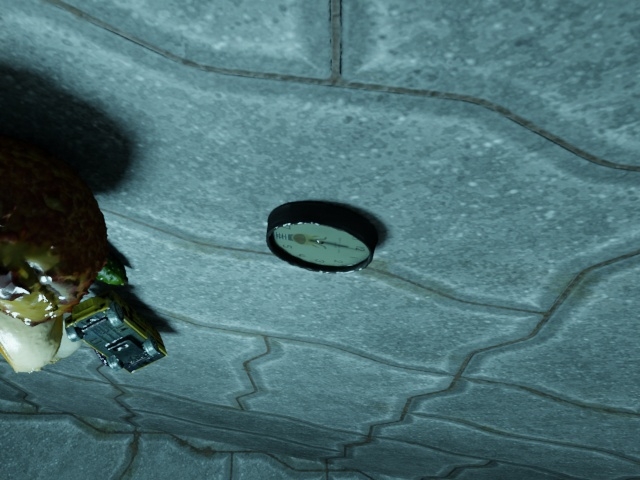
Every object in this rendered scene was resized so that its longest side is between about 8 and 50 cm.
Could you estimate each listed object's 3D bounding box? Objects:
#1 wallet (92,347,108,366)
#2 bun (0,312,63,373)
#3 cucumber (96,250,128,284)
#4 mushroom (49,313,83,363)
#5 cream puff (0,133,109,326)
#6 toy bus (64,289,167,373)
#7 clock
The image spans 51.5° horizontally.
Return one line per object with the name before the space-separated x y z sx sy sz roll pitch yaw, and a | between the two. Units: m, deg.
wallet | -0.574 0.255 1.693 0.166 0.030 0.111 9 128 64
bun | -0.628 0.125 1.377 0.299 0.164 0.299 39 149 29
cucumber | -0.437 0.035 1.281 0.069 0.069 0.227 1 154 19
mushroom | -0.705 0.258 1.787 0.123 0.095 0.351 57 143 2
cream puff | -0.452 -0.029 0.970 0.350 0.229 0.350 30 156 15
toy bus | -0.482 0.213 1.576 0.121 0.123 0.336 -24 150 -2
clock | 0.000 0.000 1.073 0.184 0.040 0.184 9 154 4
